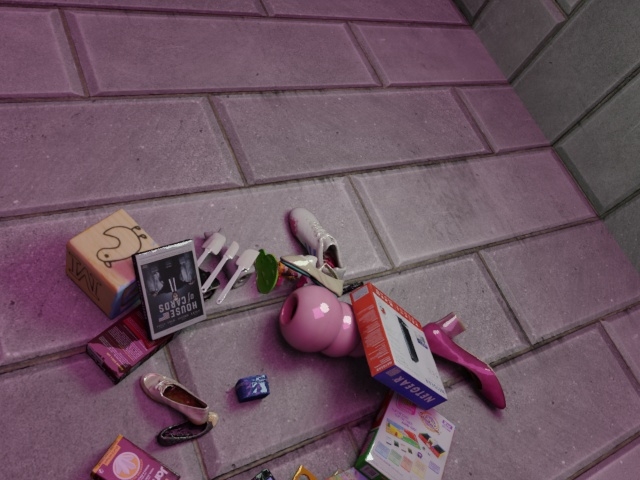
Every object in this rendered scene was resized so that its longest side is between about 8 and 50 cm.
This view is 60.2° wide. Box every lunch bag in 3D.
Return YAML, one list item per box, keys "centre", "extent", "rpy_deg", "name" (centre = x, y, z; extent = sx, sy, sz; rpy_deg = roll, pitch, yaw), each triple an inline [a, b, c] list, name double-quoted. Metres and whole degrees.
- centre: [-0.193, 0.423, 1.594]
  extent: [0.098, 0.067, 0.065]
  rpy_deg: [-3, 62, -29]
  name: "lunch bag"

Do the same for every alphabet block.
- centre: [-0.575, 0.067, 1.556]
  extent: [0.197, 0.193, 0.192]
  rpy_deg: [43, 50, 5]
  name: "alphabet block"

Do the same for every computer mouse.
- centre: [0.046, 0.172, 1.869]
  extent: [0.242, 0.071, 0.041]
  rpy_deg: [-16, 75, -35]
  name: "computer mouse"

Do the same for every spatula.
- centre: [-0.311, 0.081, 1.680]
  extent: [0.168, 0.019, 0.242]
  rpy_deg: [27, 48, 3]
  name: "spatula"

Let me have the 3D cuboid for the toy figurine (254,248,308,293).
- centre: [-0.119, 0.107, 1.827]
  extent: [0.159, 0.130, 0.173]
  rpy_deg: [12, 30, -35]
  name: "toy figurine"

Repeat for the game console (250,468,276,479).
- centre: [-0.138, 0.677, 1.455]
  extent: [0.107, 0.071, 0.122]
  rpy_deg: [-26, 74, -39]
  name: "game console"

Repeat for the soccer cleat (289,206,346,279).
- centre: [0.000, 0.000, 1.909]
  extent: [0.116, 0.143, 0.331]
  rpy_deg: [-13, 65, -32]
  name: "soccer cleat"

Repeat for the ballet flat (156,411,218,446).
- centre: [-0.351, 0.505, 1.476]
  extent: [0.173, 0.049, 0.058]
  rpy_deg: [-15, 69, -33]
  name: "ballet flat"

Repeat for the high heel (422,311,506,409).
- centre: [0.481, 0.448, 1.913]
  extent: [0.181, 0.127, 0.377]
  rpy_deg: [-31, 79, -7]
  name: "high heel"

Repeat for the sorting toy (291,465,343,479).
- centre: [0.049, 0.760, 1.513]
  extent: [0.348, 0.047, 0.196]
  rpy_deg: [49, 45, 6]
  name: "sorting toy"

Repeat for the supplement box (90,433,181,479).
- centre: [-0.454, 0.580, 1.358]
  extent: [0.188, 0.081, 0.104]
  rpy_deg: [35, 51, -2]
  name: "supplement box"

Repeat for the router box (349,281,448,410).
- centre: [0.243, 0.331, 1.715]
  extent: [0.335, 0.082, 0.301]
  rpy_deg: [39, 26, -41]
  name: "router box"

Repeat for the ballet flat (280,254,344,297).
- centre: [-0.020, 0.095, 1.761]
  extent: [0.248, 0.086, 0.086]
  rpy_deg: [37, 48, -26]
  name: "ballet flat"

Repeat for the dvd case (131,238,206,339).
- centre: [-0.411, 0.132, 1.516]
  extent: [0.179, 0.029, 0.239]
  rpy_deg: [-19, 106, -43]
  name: "dvd case"

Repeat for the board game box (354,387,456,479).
- centre: [0.265, 0.618, 1.660]
  extent: [0.242, 0.064, 0.316]
  rpy_deg: [38, 40, 1]
  name: "board game box"

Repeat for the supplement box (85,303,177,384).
- centre: [-0.509, 0.269, 1.534]
  extent: [0.130, 0.073, 0.239]
  rpy_deg: [46, 51, 6]
  name: "supplement box"

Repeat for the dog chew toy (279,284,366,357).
- centre: [0.038, 0.272, 1.727]
  extent: [0.331, 0.206, 0.207]
  rpy_deg: [26, 51, -26]
  name: "dog chew toy"

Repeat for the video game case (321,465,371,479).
- centre: [0.099, 0.736, 1.512]
  extent: [0.285, 0.025, 0.204]
  rpy_deg: [-4, 60, -39]
  name: "video game case"

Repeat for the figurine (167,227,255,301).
- centre: [-0.347, 0.064, 1.742]
  extent: [0.214, 0.092, 0.209]
  rpy_deg: [-23, 68, -36]
  name: "figurine"

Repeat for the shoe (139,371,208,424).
- centre: [-0.391, 0.413, 1.490]
  extent: [0.219, 0.058, 0.076]
  rpy_deg: [29, 43, 10]
  name: "shoe"
